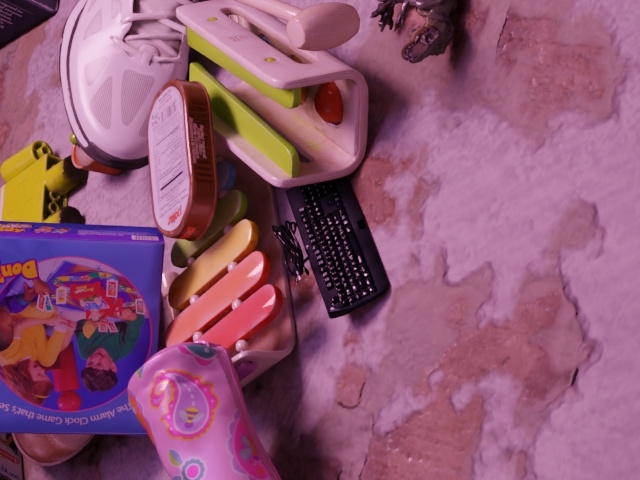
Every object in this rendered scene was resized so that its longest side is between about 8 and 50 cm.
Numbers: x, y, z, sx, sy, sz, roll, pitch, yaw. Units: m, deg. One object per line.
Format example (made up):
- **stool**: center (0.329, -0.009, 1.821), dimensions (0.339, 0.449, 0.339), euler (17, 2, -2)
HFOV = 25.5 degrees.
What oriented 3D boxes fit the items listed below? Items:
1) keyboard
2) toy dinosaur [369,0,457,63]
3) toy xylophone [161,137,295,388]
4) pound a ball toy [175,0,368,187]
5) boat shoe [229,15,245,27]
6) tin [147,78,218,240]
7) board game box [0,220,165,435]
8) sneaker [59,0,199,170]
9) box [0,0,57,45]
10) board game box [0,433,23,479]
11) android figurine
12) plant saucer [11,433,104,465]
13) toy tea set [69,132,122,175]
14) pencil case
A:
- **keyboard**: center (0.000, 0.000, 1.501), dimensions (0.100, 0.038, 0.192), euler (-31, 46, 11)
- **toy dinosaur**: center (0.105, -0.292, 1.521), dimensions (0.118, 0.064, 0.268), euler (-11, 63, 41)
- **toy xylophone**: center (-0.124, 0.056, 1.617), dimensions (0.236, 0.081, 0.323), euler (-45, 43, 29)
- **pound a ball toy**: center (-0.040, -0.202, 1.566), dimensions (0.319, 0.135, 0.208), euler (39, 135, 50)
- **boat shoe**: center (-0.099, -0.298, 1.779), dimensions (0.048, 0.056, 0.153), euler (-34, 56, 32)
- **tin**: center (-0.159, -0.092, 1.604), dimensions (0.106, 0.040, 0.190), euler (-36, 55, 54)
- **board game box**: center (-0.358, 0.098, 1.612), dimensions (0.078, 0.347, 0.233), euler (-124, 38, -74)
- **sneaker**: center (-0.211, -0.326, 1.773), dimensions (0.257, 0.169, 0.448), euler (145, 135, -65)
- **box**: center (-0.610, -0.484, 2.377), dimensions (0.395, 0.212, 0.294), euler (-18, 59, 45)
- **board game box**: center (-0.517, 0.195, 1.847), dimensions (0.086, 0.308, 0.302), euler (-25, 50, 14)
- **android figurine**: center (-0.437, -0.019, 2.068), dimensions (0.273, 0.056, 0.248), euler (-25, 55, 41)
- **plant saucer**: center (-0.307, 0.142, 1.831), dimensions (0.310, 0.050, 0.311), euler (-26, 54, 42)
- **toy tea set**: center (-0.306, -0.256, 1.957), dimensions (0.200, 0.124, 0.336), euler (-37, 47, 35)
- **pencil case**: center (-0.088, 0.237, 1.391), dimensions (0.124, 0.124, 0.284), euler (-43, 62, 30)
